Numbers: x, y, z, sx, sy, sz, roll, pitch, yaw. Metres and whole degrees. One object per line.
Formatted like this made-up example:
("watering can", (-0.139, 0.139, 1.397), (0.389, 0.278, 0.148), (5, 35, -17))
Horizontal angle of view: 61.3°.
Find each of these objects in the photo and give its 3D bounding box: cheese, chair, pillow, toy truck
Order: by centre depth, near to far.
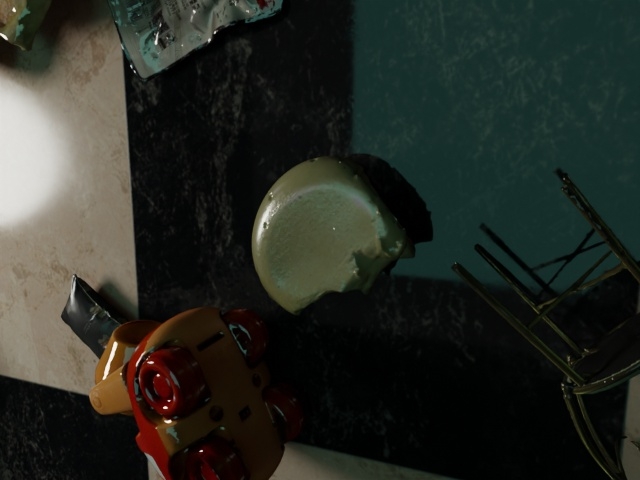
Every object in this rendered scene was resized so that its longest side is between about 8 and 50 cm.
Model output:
("chair", (0.287, 0.107, 0.525), (0.170, 0.160, 0.325), (-42, 79, 24))
("cheese", (0.000, 0.000, 0.652), (0.202, 0.091, 0.175), (-44, 83, 25))
("toy truck", (-0.177, 0.216, 0.720), (0.239, 0.189, 0.264), (-25, 91, 34))
("pillow", (-0.344, 0.129, 0.838), (0.150, 0.048, 0.090), (38, 103, 16))

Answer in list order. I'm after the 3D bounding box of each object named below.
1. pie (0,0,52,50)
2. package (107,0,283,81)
("pie", (-0.473, -0.383, 0.752), (0.338, 0.075, 0.337), (6, 102, 33))
("package", (-0.169, -0.317, 0.690), (0.239, 0.030, 0.154), (-16, 93, 24))
